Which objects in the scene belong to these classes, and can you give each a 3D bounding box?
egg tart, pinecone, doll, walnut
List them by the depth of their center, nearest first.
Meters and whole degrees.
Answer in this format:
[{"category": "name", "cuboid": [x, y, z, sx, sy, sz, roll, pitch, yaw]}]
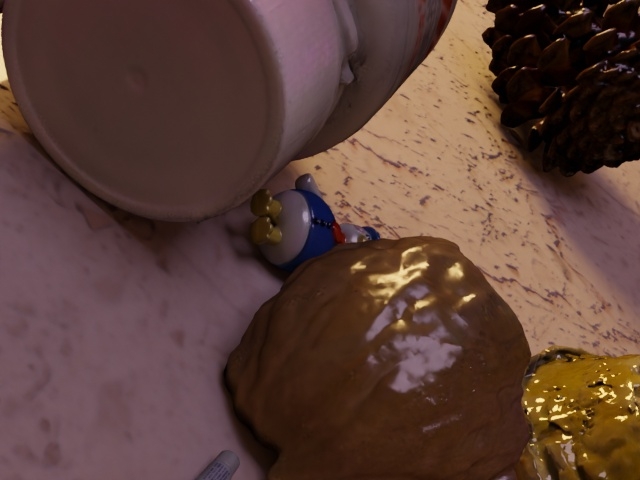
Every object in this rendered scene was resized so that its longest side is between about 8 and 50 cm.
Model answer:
[{"category": "walnut", "cuboid": [0.049, 0.081, 0.819, 0.204, 0.141, 0.238, 17, 40, -30]}, {"category": "doll", "cuboid": [0.000, 0.000, 0.949, 0.143, 0.057, 0.099, 22, 62, -44]}, {"category": "egg tart", "cuboid": [0.284, 0.192, 0.988, 0.315, 0.120, 0.315, 30, 32, -21]}, {"category": "pinecone", "cuboid": [0.307, -0.220, 1.441, 0.246, 0.246, 0.292, 10, 41, -45]}]

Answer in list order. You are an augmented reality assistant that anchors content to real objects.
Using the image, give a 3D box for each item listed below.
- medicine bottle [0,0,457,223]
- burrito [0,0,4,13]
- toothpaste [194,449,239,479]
[{"category": "medicine bottle", "cuboid": [-0.054, -0.177, 0.903, 0.256, 0.256, 0.325, 43, 36, -2]}, {"category": "burrito", "cuboid": [-0.290, -0.161, 0.743, 0.139, 0.101, 0.445, 42, 28, 6]}, {"category": "toothpaste", "cuboid": [-0.071, 0.148, 0.706, 0.024, 0.015, 0.083, 44, 34, -2]}]
